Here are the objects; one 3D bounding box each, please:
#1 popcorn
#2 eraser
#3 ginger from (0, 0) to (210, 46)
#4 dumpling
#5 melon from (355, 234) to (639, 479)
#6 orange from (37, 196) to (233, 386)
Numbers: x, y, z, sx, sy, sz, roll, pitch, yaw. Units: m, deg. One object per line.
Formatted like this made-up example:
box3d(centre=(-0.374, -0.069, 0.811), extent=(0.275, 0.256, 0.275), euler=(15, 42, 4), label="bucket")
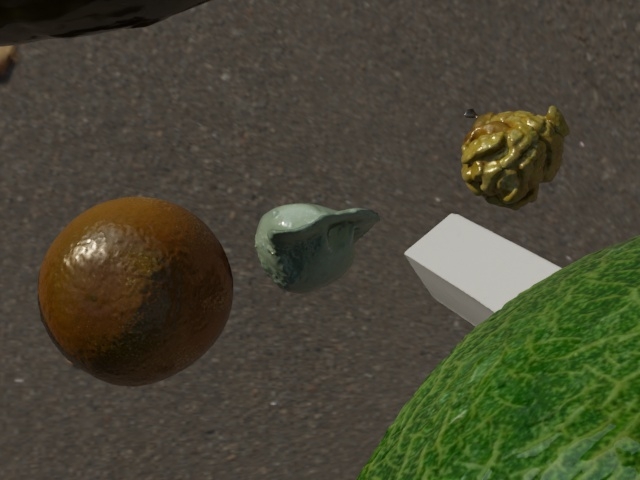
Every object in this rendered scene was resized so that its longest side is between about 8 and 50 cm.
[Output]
box3d(centre=(0.299, -0.129, 1.767), extent=(0.163, 0.194, 0.140), euler=(-2, 113, 13), label="popcorn")
box3d(centre=(0.197, 0.059, 1.171), extent=(0.078, 0.076, 0.298), euler=(-40, 28, -8), label="eraser")
box3d(centre=(-0.122, -0.211, 0.692), extent=(0.321, 0.172, 0.165), euler=(-20, 96, -8), label="ginger")
box3d(centre=(-0.007, 0.014, 1.437), extent=(0.152, 0.219, 0.108), euler=(7, 84, 5), label="dumpling")
box3d(centre=(0.154, 0.063, 0.477), extent=(0.196, 0.323, 0.124), euler=(3, 126, 41), label="melon")
box3d(centre=(-0.182, 0.050, 1.154), extent=(0.206, 0.206, 0.206), euler=(-3, 82, 21), label="orange")
